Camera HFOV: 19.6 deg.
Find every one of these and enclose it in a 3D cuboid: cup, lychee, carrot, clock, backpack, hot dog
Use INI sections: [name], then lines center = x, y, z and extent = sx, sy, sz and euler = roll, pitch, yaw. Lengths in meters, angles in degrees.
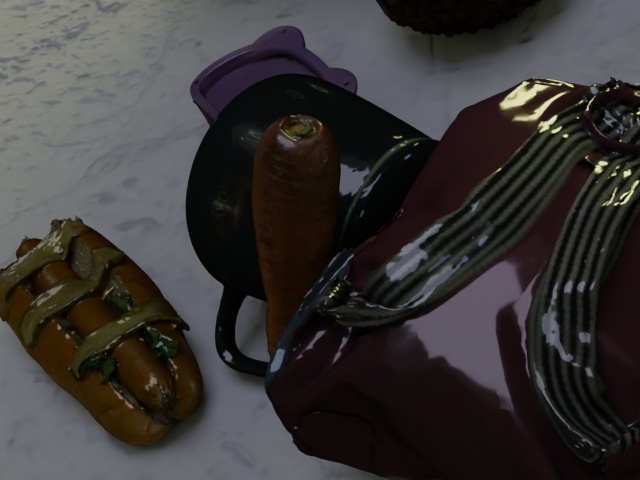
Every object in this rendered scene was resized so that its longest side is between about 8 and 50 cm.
[cup]
center = 0.000, 0.000, 1.345
extent = 0.176, 0.169, 0.223
euler = 21, 97, 32
[lychee]
center = 0.116, -0.244, 1.502
extent = 0.171, 0.171, 0.171
euler = -15, 44, 15
[carrot]
center = -0.015, 0.022, 1.235
extent = 0.059, 0.248, 0.059
euler = 0, 37, 0
[clock]
center = -0.031, -0.108, 1.523
extent = 0.110, 0.050, 0.152
euler = -37, 43, -8
[backpack]
center = 0.151, 0.033, 1.176
extent = 0.283, 0.197, 0.317
euler = 23, 66, 23
[hot dog]
center = -0.170, 0.065, 1.420
extent = 0.109, 0.072, 0.269
euler = -41, 43, -9
